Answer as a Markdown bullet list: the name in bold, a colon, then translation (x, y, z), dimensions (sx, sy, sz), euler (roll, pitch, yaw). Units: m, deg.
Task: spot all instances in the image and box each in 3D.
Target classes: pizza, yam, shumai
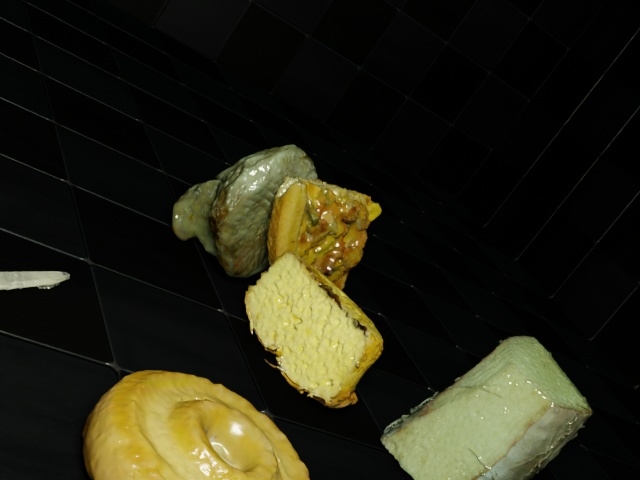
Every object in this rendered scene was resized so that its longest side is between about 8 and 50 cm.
- **pizza**: translation (-0.020, 0.028, 1.588), dimensions (0.087, 0.268, 0.258), euler (32, 15, 35)
- **yam**: translation (0.272, 0.288, 1.431), dimensions (0.201, 0.271, 0.202), euler (15, 32, -55)
- **shumai**: translation (-0.144, -0.083, 1.607), dimensions (0.203, 0.272, 0.222), euler (44, 16, 27)

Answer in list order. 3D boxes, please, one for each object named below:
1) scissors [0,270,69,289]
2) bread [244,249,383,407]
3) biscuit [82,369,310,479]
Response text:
- **scissors**: translation (-0.416, 0.051, 1.130), dimensions (0.109, 0.022, 0.300), euler (45, 17, 18)
- **bread**: translation (0.002, 0.150, 1.469), dimensions (0.260, 0.160, 0.147), euler (41, 10, 39)
- **biscuit**: translation (-0.124, 0.254, 1.021), dimensions (0.296, 0.102, 0.296), euler (33, 14, -9)
